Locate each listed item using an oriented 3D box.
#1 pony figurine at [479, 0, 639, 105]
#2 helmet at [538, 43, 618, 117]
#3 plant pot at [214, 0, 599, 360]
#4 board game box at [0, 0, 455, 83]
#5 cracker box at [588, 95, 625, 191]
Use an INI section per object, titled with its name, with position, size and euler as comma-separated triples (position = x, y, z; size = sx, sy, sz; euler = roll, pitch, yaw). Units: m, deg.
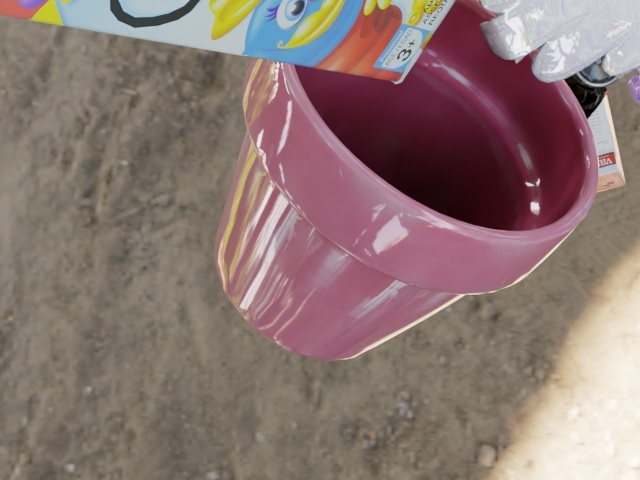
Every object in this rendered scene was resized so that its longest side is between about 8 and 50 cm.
[pony figurine]
position = 0.303, -0.120, 0.774
size = 0.351, 0.363, 0.303
euler = -30, 99, 10
[helmet]
position = 0.301, -0.238, 1.630
size = 0.161, 0.169, 0.169
euler = 32, 107, 4
[plant pot]
position = 0.029, -0.029, 0.750
size = 0.180, 0.201, 0.201
euler = -52, 50, 43
[board game box]
position = -0.046, -0.163, 0.453
size = 0.144, 0.275, 0.142
euler = 43, 112, 22
[cracker box]
position = 0.377, -0.180, 2.003
size = 0.155, 0.067, 0.232
euler = -14, 66, 20
